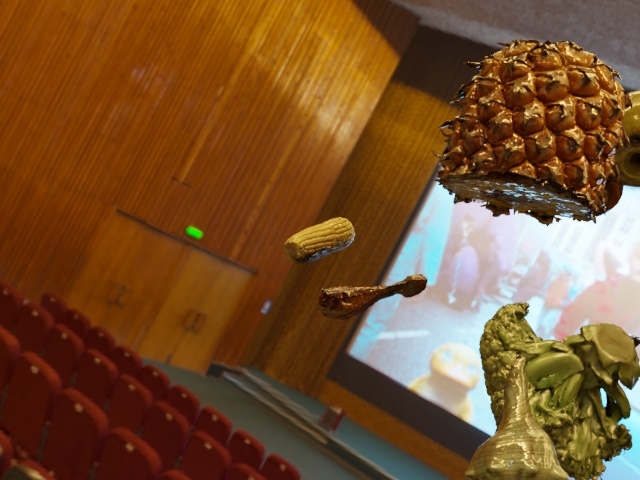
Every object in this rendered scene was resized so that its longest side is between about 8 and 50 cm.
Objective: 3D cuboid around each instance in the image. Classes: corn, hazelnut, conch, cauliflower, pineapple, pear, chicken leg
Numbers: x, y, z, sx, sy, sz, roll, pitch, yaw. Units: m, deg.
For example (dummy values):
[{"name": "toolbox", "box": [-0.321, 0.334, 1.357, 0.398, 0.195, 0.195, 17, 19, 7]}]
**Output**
[{"name": "corn", "box": [0.000, 0.000, 1.571, 0.072, 0.071, 0.203, 27, 28, 30]}, {"name": "hazelnut", "box": [0.803, -0.174, 2.212, 0.204, 0.178, 0.178, 49, -5, -10]}, {"name": "conch", "box": [0.253, 0.285, 0.942, 0.114, 0.234, 0.137, 23, -47, 16]}, {"name": "cauliflower", "box": [0.399, 0.236, 1.202, 0.275, 0.250, 0.272, 32, 33, -29]}, {"name": "pineapple", "box": [0.392, -0.196, 1.380, 0.353, 0.300, 0.352, 16, -13, 4]}, {"name": "pear", "box": [0.864, -0.271, 2.007, 0.284, 0.283, 0.283, 27, -1, 0]}, {"name": "chicken leg", "box": [0.139, 0.146, 1.974, 0.305, 0.093, 0.113, -13, -17, 0]}]

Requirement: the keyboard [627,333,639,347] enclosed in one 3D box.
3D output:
[{"name": "keyboard", "box": [0.555, 0.199, 1.387, 0.023, 0.072, 0.231, 46, 8, 13]}]
